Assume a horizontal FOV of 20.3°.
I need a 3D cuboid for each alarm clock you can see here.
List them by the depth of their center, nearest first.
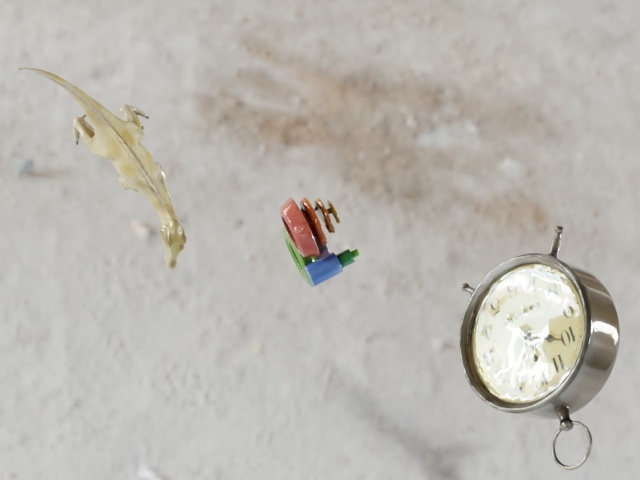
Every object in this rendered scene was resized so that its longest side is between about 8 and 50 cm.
[{"bbox_3d":[0.182,0.095,1.429,0.064,0.129,0.192,22,46,-43],"label":"alarm clock"}]

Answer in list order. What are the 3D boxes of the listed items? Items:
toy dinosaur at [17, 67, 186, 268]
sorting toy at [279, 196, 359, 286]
[{"bbox_3d":[-0.139,-0.068,1.233,0.053,0.183,0.092,-36,24,-2],"label":"toy dinosaur"},{"bbox_3d":[0.000,0.000,1.347,0.042,0.102,0.061,-26,71,-7],"label":"sorting toy"}]
